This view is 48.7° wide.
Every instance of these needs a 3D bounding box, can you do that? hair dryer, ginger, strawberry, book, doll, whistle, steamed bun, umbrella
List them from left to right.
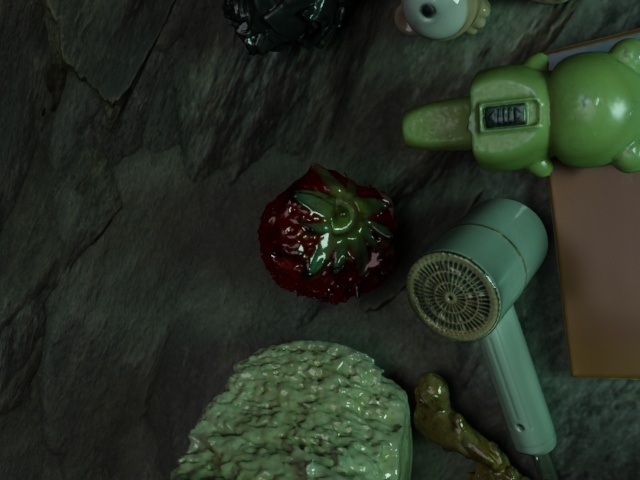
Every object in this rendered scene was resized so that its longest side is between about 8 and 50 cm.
[{"bbox_3d":[-0.008,0.280,0.935,0.290,0.273,0.272,17,61,32],"label":"steamed bun"},{"bbox_3d":[0.000,0.000,0.936,0.184,0.187,0.201,56,154,-7],"label":"strawberry"},{"bbox_3d":[0.019,-0.373,0.921,0.337,0.128,0.154,-37,94,25],"label":"umbrella"},{"bbox_3d":[0.187,0.271,0.886,0.176,0.053,0.193,12,109,36],"label":"ginger"},{"bbox_3d":[0.199,-0.317,0.784,0.278,0.119,0.154,-10,120,34],"label":"doll"},{"bbox_3d":[0.221,0.141,0.813,0.108,0.173,0.357,-8,108,40],"label":"hair dryer"},{"bbox_3d":[0.220,-0.131,0.755,0.289,0.106,0.131,0,96,36],"label":"whistle"},{"bbox_3d":[0.371,-0.040,0.734,0.263,0.028,0.373,-6,90,37],"label":"book"}]
